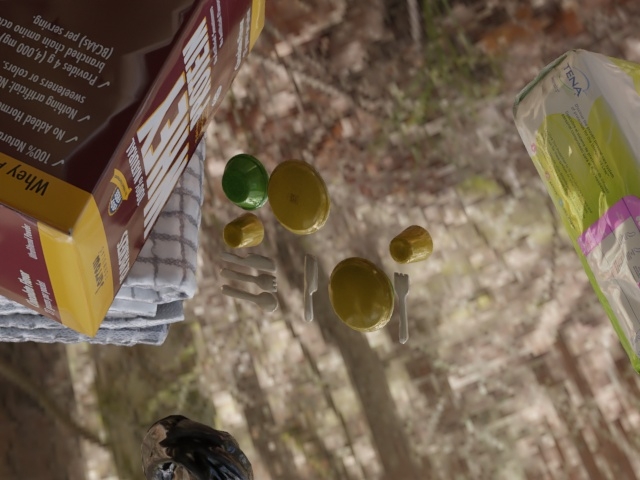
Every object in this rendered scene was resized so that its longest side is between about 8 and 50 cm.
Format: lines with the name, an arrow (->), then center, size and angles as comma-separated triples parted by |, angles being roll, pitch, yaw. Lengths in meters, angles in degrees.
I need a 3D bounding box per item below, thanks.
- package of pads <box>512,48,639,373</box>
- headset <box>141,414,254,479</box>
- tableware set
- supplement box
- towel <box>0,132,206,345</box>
package of pads -> 0.309, -0.018, 1.460 | 0.229, 0.296, 0.101 | 8, 140, -43
headset -> 0.017, 0.217, 0.427 | 0.243, 0.394, 0.185 | -11, 142, -16
tableware set -> 0.000, 0.000, 1.045 | 0.024, 0.154, 0.104 | -23, 119, -51
supplement box -> -0.150, -0.094, 0.791 | 0.191, 0.194, 0.129 | 24, 158, 7
towel -> -0.213, -0.053, 1.044 | 0.284, 0.235, 0.121 | 3, 150, -10
